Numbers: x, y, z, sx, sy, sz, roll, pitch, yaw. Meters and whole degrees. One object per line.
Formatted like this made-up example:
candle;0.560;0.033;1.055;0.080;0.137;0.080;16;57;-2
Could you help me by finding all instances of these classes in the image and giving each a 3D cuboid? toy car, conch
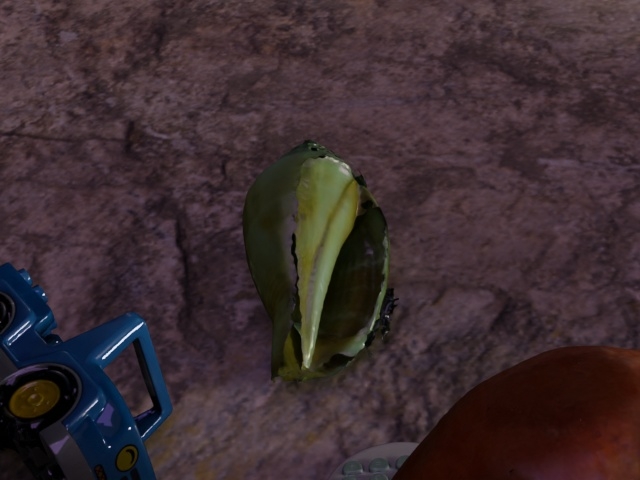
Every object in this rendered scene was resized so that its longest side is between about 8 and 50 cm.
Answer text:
toy car;-0.146;0.085;0.716;0.100;0.097;0.191;-30;43;-22
conch;-0.002;0.001;0.798;0.094;0.079;0.201;-5;56;-12

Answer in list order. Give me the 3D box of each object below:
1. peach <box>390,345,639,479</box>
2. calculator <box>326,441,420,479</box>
peach;0.135;0.160;0.486;0.214;0.214;0.235;-26;49;-17
calculator;0.040;0.163;0.638;0.095;0.021;0.153;-7;40;6
